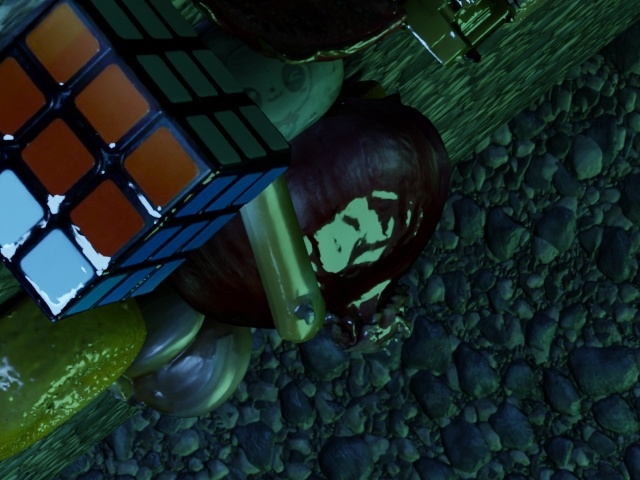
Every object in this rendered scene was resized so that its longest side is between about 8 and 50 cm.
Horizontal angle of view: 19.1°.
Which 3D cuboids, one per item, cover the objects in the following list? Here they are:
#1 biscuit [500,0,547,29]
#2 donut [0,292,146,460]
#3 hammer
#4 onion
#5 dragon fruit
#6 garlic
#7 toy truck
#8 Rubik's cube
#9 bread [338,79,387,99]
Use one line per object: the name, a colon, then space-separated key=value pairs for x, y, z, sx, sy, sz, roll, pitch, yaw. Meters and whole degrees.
biscuit: x=0.298 y=-0.351 z=2.322 sx=0.239 sy=0.062 sz=0.108 roll=-38 pitch=176 yaw=-2
donut: x=-0.298 y=0.134 z=2.031 sx=0.277 sy=0.108 sz=0.277 roll=-39 pitch=174 yaw=-5
hammer: x=-0.050 y=-0.035 z=1.595 sx=0.202 sy=0.305 sz=0.113 roll=-34 pitch=-144 yaw=-28
onion: x=0.000 y=0.000 z=2.062 sx=0.347 sy=0.285 sz=0.347 roll=-28 pitch=171 yaw=-5
dragon fruit: x=-0.018 y=-0.173 z=1.418 sx=0.127 sy=0.120 sz=0.161 roll=-34 pitch=179 yaw=-1
garlic: x=-0.166 y=0.116 z=2.242 sx=0.191 sy=0.160 sz=0.214 roll=-34 pitch=-169 yaw=1
toy truck: x=0.123 y=-0.233 z=1.823 sx=0.127 sy=0.127 sz=0.257 roll=-42 pitch=177 yaw=13
Rubik's cube: x=-0.142 y=-0.060 z=1.281 sx=0.160 sy=0.163 sz=0.162 roll=-41 pitch=176 yaw=17
bread: x=0.038 y=-0.155 z=2.222 sx=0.085 sy=0.053 sz=0.085 roll=-34 pitch=-175 yaw=4
